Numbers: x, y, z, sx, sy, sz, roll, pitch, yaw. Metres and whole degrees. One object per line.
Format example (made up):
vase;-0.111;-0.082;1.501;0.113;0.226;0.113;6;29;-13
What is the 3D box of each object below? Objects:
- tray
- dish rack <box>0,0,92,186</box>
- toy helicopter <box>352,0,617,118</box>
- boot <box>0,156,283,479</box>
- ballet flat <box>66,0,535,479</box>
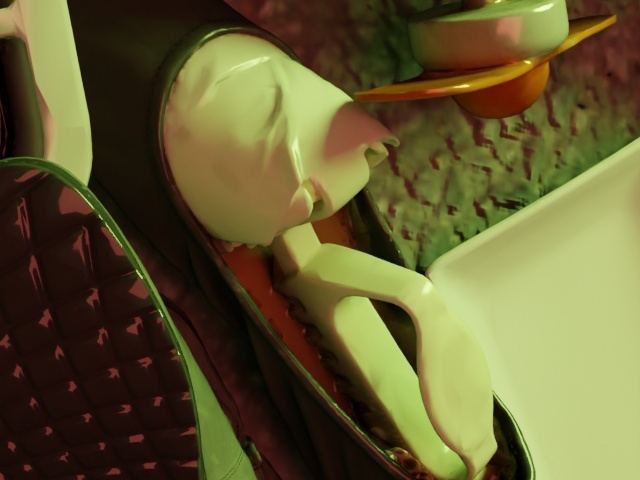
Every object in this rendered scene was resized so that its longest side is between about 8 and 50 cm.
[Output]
tray;0.142;0.099;0.845;0.145;0.030;0.270;-30;105;-26
dish rack;-0.253;-0.095;0.595;0.333;0.072;0.285;-15;100;-28
toy helicopter;0.113;-0.143;0.765;0.355;0.140;0.235;13;84;-36
boot;-0.069;0.059;0.653;0.083;0.161;0.246;-21;117;4
ballet flat;0.000;0.000;0.724;0.095;0.096;0.280;-47;113;-32
